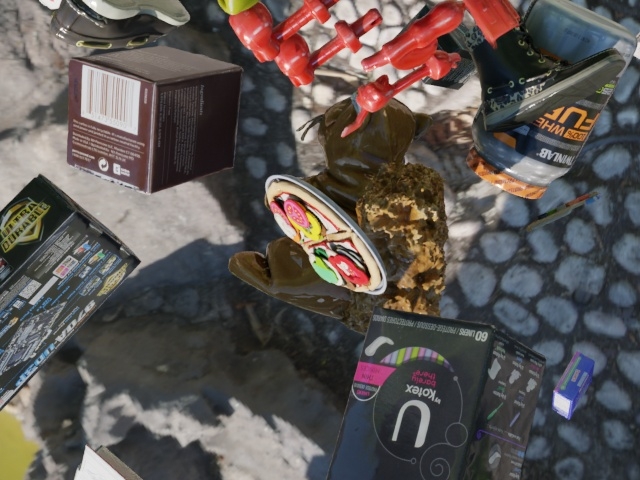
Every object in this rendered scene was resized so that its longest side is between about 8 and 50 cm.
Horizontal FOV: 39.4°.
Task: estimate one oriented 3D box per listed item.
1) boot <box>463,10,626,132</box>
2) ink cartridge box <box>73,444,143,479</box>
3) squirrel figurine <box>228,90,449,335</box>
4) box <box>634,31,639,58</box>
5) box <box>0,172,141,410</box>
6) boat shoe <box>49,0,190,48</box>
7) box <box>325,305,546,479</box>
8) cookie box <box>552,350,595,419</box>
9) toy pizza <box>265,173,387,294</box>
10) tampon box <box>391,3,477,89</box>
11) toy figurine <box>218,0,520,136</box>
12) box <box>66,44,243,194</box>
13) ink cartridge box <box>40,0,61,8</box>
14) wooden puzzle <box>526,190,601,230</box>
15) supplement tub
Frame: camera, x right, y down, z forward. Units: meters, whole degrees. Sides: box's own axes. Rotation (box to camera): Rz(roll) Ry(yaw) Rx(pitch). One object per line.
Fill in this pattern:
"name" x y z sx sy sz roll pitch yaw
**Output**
"boot" 0.337 -0.290 1.392 0.236 0.085 0.179 -25 72 35
"ink cartridge box" -0.230 0.398 1.272 0.275 0.060 0.239 40 143 7
"squirrel figurine" 0.088 -0.050 1.455 0.397 0.281 0.370 27 98 50
"box" 0.743 -0.309 1.683 0.324 0.067 0.063 31 87 5
"box" -0.267 0.062 0.758 0.051 0.175 0.220 41 83 14
"boat shoe" -0.217 -0.249 0.977 0.068 0.228 0.081 -44 87 19
"box" 0.123 0.228 0.989 0.165 0.143 0.270 5 74 40
"cookie box" 0.465 0.267 1.643 0.040 0.107 0.092 28 70 24
"toy pizza" 0.000 0.000 1.108 0.201 0.201 0.032 41 72 10
"tampon box" 0.242 -0.382 1.782 0.101 0.161 0.120 -43 71 27
"toy figurine" -0.009 -0.238 0.514 0.191 0.362 0.217 -34 70 11
"box" -0.247 -0.187 1.338 0.168 0.203 0.167 20 115 28
"ink cartridge box" -0.380 -0.444 1.353 0.217 0.158 0.092 3 58 38
"wooden puzzle" 0.301 -0.039 1.108 0.116 0.078 0.014 -29 87 43
"supplement tub" 0.386 -0.243 1.536 0.193 0.193 0.316 29 115 13
